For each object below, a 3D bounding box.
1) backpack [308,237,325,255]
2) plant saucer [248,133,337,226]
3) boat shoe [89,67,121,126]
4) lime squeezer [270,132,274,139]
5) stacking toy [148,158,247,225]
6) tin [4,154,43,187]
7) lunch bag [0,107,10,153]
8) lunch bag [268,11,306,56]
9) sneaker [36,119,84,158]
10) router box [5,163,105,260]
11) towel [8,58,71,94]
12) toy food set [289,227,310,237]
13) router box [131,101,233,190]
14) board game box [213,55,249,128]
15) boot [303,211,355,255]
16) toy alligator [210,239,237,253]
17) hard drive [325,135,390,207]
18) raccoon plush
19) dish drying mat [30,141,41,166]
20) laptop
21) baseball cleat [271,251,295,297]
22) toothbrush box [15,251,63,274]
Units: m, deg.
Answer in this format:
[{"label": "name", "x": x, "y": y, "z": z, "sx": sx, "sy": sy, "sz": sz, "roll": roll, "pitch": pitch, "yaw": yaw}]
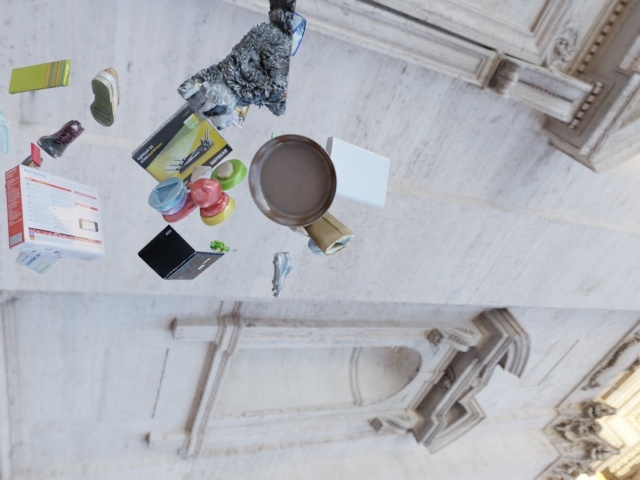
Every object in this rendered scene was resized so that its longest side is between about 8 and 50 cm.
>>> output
[{"label": "backpack", "x": 0.000, "y": 0.000, "z": 1.868, "sx": 0.104, "sy": 0.084, "sz": 0.114, "roll": 13, "pitch": -109, "yaw": 23}, {"label": "plant saucer", "x": -0.091, "y": -0.200, "z": 1.478, "sx": 0.050, "sy": 0.310, "sz": 0.311, "roll": -44, "pitch": 148, "yaw": -72}, {"label": "boat shoe", "x": -0.883, "y": -0.589, "z": 1.823, "sx": 0.302, "sy": 0.113, "sz": 0.103, "roll": -37, "pitch": -153, "yaw": 55}, {"label": "lime squeezer", "x": -0.275, "y": -0.397, "z": 2.273, "sx": 0.110, "sy": 0.058, "sz": 0.311, "roll": -77, "pitch": -174, "yaw": -63}, {"label": "stacking toy", "x": -0.404, "y": -0.194, "z": 1.429, "sx": 0.308, "sy": 0.130, "sz": 0.280, "roll": 1, "pitch": -127, "yaw": 27}, {"label": "tin", "x": -1.193, "y": -0.274, "z": 1.764, "sx": 0.106, "sy": 0.040, "sz": 0.190, "roll": -9, "pitch": -128, "yaw": 33}, {"label": "lunch bag", "x": -1.439, "y": -0.479, "z": 1.802, "sx": 0.160, "sy": 0.223, "sz": 0.263, "roll": -13, "pitch": -87, "yaw": 35}, {"label": "lunch bag", "x": -0.136, "y": -0.829, "z": 1.724, "sx": 0.128, "sy": 0.096, "sz": 0.151, "roll": 40, "pitch": -67, "yaw": 15}, {"label": "sneaker", "x": -1.117, "y": -0.459, "z": 1.901, "sx": 0.162, "sy": 0.106, "sz": 0.281, "roll": -43, "pitch": -149, "yaw": 1}, {"label": "router box", "x": -0.997, "y": -0.093, "z": 1.666, "sx": 0.082, "sy": 0.335, "sz": 0.301, "roll": -20, "pitch": -107, "yaw": 18}, {"label": "towel", "x": -0.966, "y": -0.562, "z": 1.507, "sx": 0.021, "sy": 0.237, "sz": 0.102, "roll": 47, "pitch": 42, "yaw": -70}, {"label": "toy food set", "x": -0.036, "y": -0.169, "z": 1.804, "sx": 0.219, "sy": 0.092, "sz": 0.306, "roll": 14, "pitch": 92, "yaw": -75}, {"label": "router box", "x": -0.544, "y": -0.355, "z": 1.736, "sx": 0.309, "sy": 0.243, "sz": 0.081, "roll": -42, "pitch": -147, "yaw": 3}, {"label": "board game box", "x": -0.396, "y": -0.635, "z": 1.909, "sx": 0.305, "sy": 0.053, "sz": 0.193, "roll": 22, "pitch": 87, "yaw": -75}, {"label": "boot", "x": 0.030, "y": -0.086, "z": 1.562, "sx": 0.269, "sy": 0.236, "sz": 0.089, "roll": 44, "pitch": -20, "yaw": 35}, {"label": "toy alligator", "x": -0.500, "y": 0.042, "z": 2.214, "sx": 0.051, "sy": 0.189, "sz": 0.056, "roll": -25, "pitch": -116, "yaw": 22}, {"label": "hard drive", "x": 0.137, "y": -0.250, "z": 1.655, "sx": 0.040, "sy": 0.307, "sz": 0.203, "roll": 4, "pitch": -95, "yaw": 51}, {"label": "raccoon plush", "x": -0.232, "y": -0.535, "z": 1.233, "sx": 0.216, "sy": 0.298, "sz": 0.447, "roll": 155, "pitch": -59, "yaw": -82}, {"label": "dish drying mat", "x": -0.777, "y": -0.234, "z": 1.193, "sx": 0.083, "sy": 0.008, "sz": 0.032, "roll": 60, "pitch": -4, "yaw": 36}, {"label": "laptop", "x": -0.605, "y": 0.060, "z": 1.909, "sx": 0.234, "sy": 0.264, "sz": 0.137, "roll": -35, "pitch": -111, "yaw": 24}, {"label": "baseball cleat", "x": -0.161, "y": 0.152, "z": 1.927, "sx": 0.072, "sy": 0.109, "sz": 0.206, "roll": 31, "pitch": -60, "yaw": 59}, {"label": "toothbrush box", "x": -1.113, "y": -0.032, "z": 1.830, "sx": 0.206, "sy": 0.122, "sz": 0.283, "roll": -32, "pitch": -142, "yaw": 20}]
